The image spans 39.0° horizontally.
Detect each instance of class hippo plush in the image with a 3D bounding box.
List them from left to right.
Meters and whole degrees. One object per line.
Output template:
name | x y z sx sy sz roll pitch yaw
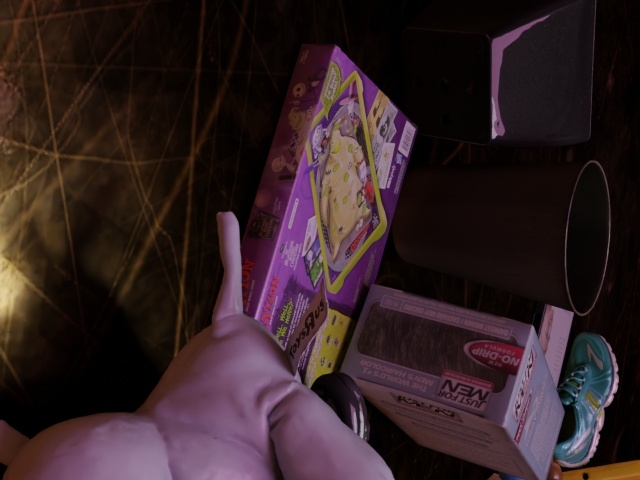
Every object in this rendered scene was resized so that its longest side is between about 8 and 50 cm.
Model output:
hippo plush | -0.096 0.187 0.660 0.236 0.234 0.294 -25 139 -40

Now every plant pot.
plant pot | 0.198 -0.201 1.079 0.167 0.188 0.187 -22 118 -39

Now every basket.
basket | 0.216 -0.016 1.097 0.154 0.227 0.204 -56 140 -32

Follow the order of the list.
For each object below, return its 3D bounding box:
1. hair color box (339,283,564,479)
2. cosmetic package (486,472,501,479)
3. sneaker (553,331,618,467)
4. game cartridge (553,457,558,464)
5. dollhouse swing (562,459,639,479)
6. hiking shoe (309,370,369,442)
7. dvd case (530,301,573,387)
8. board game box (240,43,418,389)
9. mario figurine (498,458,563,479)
hair color box | 0.175 0.186 1.087 0.113 0.185 0.374 -69 154 -16
cosmetic package | 0.250 0.465 1.441 0.239 0.060 0.099 -15 112 -55
sneaker | 0.505 0.304 1.765 0.110 0.107 0.275 33 65 -38
game cartridge | 0.467 0.433 1.816 0.056 0.017 0.083 -15 111 -51
dollhouse swing | 0.523 0.562 1.601 0.305 0.315 0.347 51 29 -55
hiking shoe | -0.036 0.228 0.868 0.114 0.086 0.227 14 106 -49
dvd case | 0.415 0.207 1.664 0.180 0.022 0.253 27 76 -57
board game box | 0.000 0.000 0.936 0.208 0.056 0.347 35 69 -60
mario figurine | 0.309 0.470 1.313 0.198 0.170 0.320 27 64 -20
